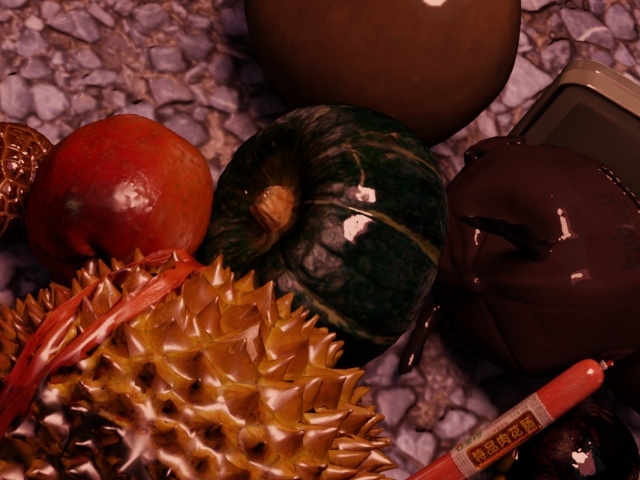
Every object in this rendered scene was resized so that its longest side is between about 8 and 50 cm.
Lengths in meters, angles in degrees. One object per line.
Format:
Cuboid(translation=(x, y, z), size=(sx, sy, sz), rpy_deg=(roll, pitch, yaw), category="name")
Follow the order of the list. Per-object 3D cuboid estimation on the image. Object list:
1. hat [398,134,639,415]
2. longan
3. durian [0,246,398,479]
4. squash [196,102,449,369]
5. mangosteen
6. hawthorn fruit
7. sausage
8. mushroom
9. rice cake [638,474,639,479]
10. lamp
Cuboid(translation=(0.205, 0.071, 1.333), size=(0.209, 0.238, 0.336), rpy_deg=(-35, 88, -34), category="hat")
Cuboid(translation=(0.058, -0.214, 1.392), size=(0.300, 0.300, 0.243), rpy_deg=(27, 64, -4), category="longan")
Cuboid(translation=(-0.120, 0.182, 1.082), size=(0.384, 0.347, 0.348), rpy_deg=(18, 58, -7), category="durian")
Cuboid(translation=(0.000, 0.000, 1.277), size=(0.165, 0.252, 0.252), rpy_deg=(25, 55, -30), category="squash")
Cuboid(translation=(0.216, 0.210, 1.323), size=(0.151, 0.137, 0.137), rpy_deg=(20, 54, 20), category="mangosteen")
Cuboid(translation=(-0.178, -0.014, 1.238), size=(0.157, 0.157, 0.194), rpy_deg=(21, 43, -8), category="hawthorn fruit")
Cuboid(translation=(0.156, 0.179, 1.290), size=(0.253, 0.034, 0.034), rpy_deg=(-36, 76, 8), category="sausage")
Cuboid(translation=(-0.286, -0.055, 1.302), size=(0.126, 0.085, 0.109), rpy_deg=(-17, 65, -44), category="mushroom")
Cuboid(translation=(0.288, 0.277, 1.338), size=(0.222, 0.080, 0.042), rpy_deg=(-48, 112, -33), category="rice cake")
Cuboid(translation=(0.309, -0.047, 1.405), size=(0.266, 0.269, 0.047), rpy_deg=(29, 65, -3), category="lamp")
